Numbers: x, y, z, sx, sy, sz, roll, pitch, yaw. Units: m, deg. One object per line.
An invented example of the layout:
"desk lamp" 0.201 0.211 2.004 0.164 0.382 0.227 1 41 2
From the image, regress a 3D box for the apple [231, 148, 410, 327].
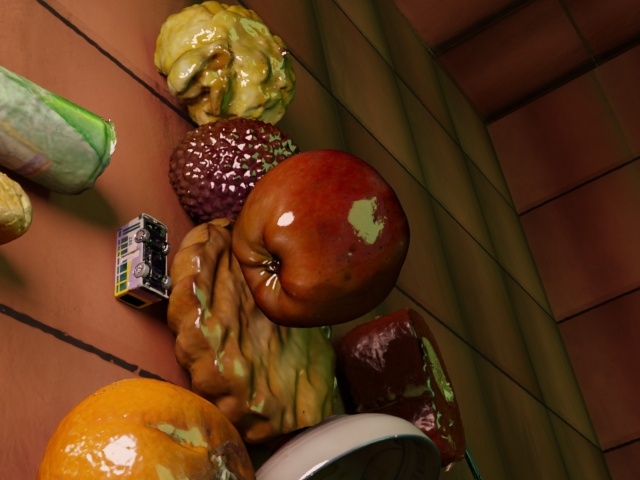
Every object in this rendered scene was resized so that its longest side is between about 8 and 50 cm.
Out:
"apple" -0.001 -0.002 1.111 0.234 0.234 0.234 47 26 -33

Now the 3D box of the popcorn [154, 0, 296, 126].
"popcorn" -0.142 -0.270 1.377 0.233 0.192 0.266 57 25 -12

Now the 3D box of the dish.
"dish" -0.008 0.280 1.021 0.273 0.273 0.134 33 11 -51

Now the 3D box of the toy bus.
"toy bus" -0.216 0.025 1.062 0.052 0.058 0.102 36 39 -48

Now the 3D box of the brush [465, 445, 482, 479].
"brush" 0.294 0.417 1.800 0.051 0.014 0.164 -5 70 -65

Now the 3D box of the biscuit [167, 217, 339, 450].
"biscuit" -0.092 0.124 1.165 0.326 0.107 0.326 44 32 -36

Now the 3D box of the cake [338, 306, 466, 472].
"cake" 0.141 0.261 1.471 0.177 0.150 0.283 47 24 -61

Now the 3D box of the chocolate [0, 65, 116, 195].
"chocolate" -0.353 -0.141 0.904 0.291 0.110 0.110 29 39 -49

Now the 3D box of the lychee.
"lychee" -0.112 -0.094 1.272 0.188 0.188 0.188 47 26 -33

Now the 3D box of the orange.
"orange" -0.155 0.232 0.813 0.224 0.170 0.224 50 25 -34

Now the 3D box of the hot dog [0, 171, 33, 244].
"hot dog" -0.371 -0.070 0.798 0.242 0.084 0.073 49 25 -33
